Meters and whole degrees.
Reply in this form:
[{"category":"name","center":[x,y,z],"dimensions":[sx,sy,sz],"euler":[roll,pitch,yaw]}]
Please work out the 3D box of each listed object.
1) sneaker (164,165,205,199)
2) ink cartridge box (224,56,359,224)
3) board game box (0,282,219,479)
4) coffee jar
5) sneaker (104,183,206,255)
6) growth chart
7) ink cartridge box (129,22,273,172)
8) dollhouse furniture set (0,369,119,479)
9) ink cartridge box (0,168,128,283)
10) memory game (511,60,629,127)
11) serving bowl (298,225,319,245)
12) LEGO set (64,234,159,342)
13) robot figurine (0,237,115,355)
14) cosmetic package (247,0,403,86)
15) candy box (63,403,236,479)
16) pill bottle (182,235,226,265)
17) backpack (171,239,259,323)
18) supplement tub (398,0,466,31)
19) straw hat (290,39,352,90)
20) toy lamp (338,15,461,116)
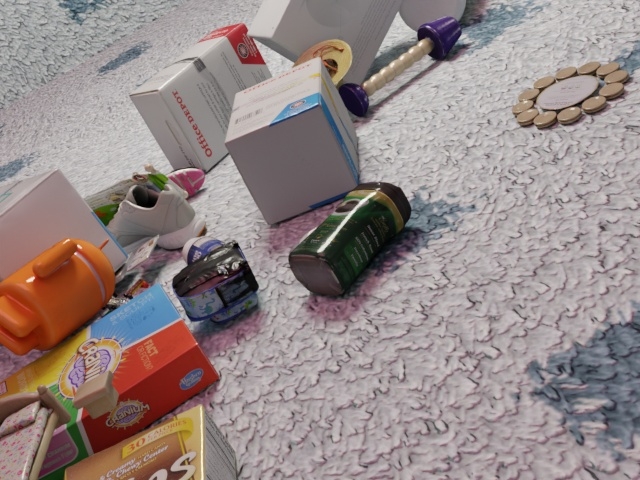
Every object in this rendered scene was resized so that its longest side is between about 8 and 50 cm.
[{"category":"sneaker","center":[-0.303,-0.106,1.880],"dimensions":[0.170,0.063,0.075],"euler":[-26,32,14]},{"category":"ink cartridge box","center":[-0.042,-0.173,1.633],"dimensions":[0.171,0.168,0.233],"euler":[-21,27,13]},{"category":"board game box","center":[-0.317,0.206,1.335],"dimensions":[0.316,0.064,0.242],"euler":[-33,27,-10]},{"category":"coffee jar","center":[0.045,-0.007,1.354],"dimensions":[0.096,0.079,0.184],"euler":[2,40,49]},{"category":"sneaker","center":[-0.333,-0.042,1.729],"dimensions":[0.262,0.121,0.099],"euler":[-12,30,29]},{"category":"growth chart","center":[-0.363,-0.064,1.778],"dimensions":[0.237,0.172,0.021],"euler":[-25,65,17]},{"category":"ink cartridge box","center":[-0.230,-0.293,1.994],"dimensions":[0.114,0.197,0.273],"euler":[0,37,46]},{"category":"dollhouse furniture set","center":[-0.428,0.254,1.052],"dimensions":[0.355,0.174,0.303],"euler":[-28,21,6]},{"category":"ink cartridge box","center":[-0.511,0.024,1.656],"dimensions":[0.270,0.198,0.197],"euler":[-7,34,52]},{"category":"memory game","center":[0.387,-0.227,1.500],"dimensions":[0.186,0.012,0.186],"euler":[-21,28,12]},{"category":"serving bowl","center":[0.000,0.000,1.443],"dimensions":[0.083,0.027,0.083],"euler":[-22,28,12]},{"category":"LEGO set","center":[-0.348,0.107,1.590],"dimensions":[0.182,0.060,0.244],"euler":[-31,22,23]},{"category":"robot figurine","center":[-0.402,0.082,1.466],"dimensions":[0.128,0.158,0.219],"euler":[-4,28,39]},{"category":"cosmetic package","center":[0.013,-0.456,1.938],"dimensions":[0.224,0.224,0.138],"euler":[-63,29,1]},{"category":"candy box","center":[-0.178,0.320,0.970],"dimensions":[0.183,0.087,0.316],"euler":[-26,27,5]},{"category":"pill bottle","center":[-0.170,0.030,1.506],"dimensions":[0.067,0.067,0.120],"euler":[-38,28,-19]},{"category":"backpack","center":[-0.150,0.070,1.395],"dimensions":[0.114,0.084,0.105],"euler":[-26,27,-5]},{"category":"supplement tub","center":[0.245,-0.536,2.039],"dimensions":[0.144,0.144,0.200],"euler":[-15,29,25]},{"category":"straw hat","center":[0.012,-0.310,1.833],"dimensions":[0.144,0.061,0.144],"euler":[-16,48,18]},{"category":"toy lamp","center":[0.160,-0.340,1.847],"dimensions":[0.274,0.080,0.080],"euler":[-40,29,-17]}]
